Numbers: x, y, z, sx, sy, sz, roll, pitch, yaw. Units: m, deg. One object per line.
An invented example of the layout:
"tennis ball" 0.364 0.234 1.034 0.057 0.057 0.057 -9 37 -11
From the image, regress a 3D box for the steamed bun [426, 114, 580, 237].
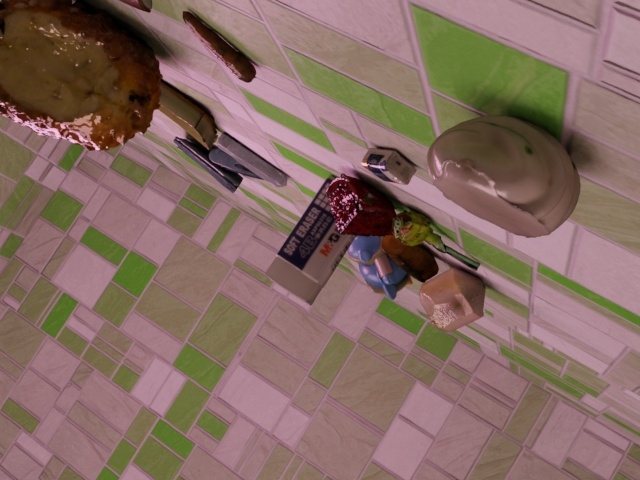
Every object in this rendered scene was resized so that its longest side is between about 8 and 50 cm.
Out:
"steamed bun" 0.217 -0.080 0.935 0.182 0.106 0.183 29 177 2

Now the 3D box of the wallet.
"wallet" -0.363 -0.248 2.599 0.251 0.054 0.290 36 -176 -5

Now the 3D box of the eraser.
"eraser" 0.000 0.000 1.847 0.124 0.279 0.081 32 175 13

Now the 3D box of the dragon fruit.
"dragon fruit" 0.103 -0.081 1.712 0.161 0.121 0.127 7 146 -34

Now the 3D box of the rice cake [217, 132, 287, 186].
"rice cake" -0.189 -0.218 2.204 0.226 0.040 0.085 34 174 -17

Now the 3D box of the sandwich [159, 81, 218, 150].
"sandwich" -0.372 -0.340 2.086 0.212 0.063 0.245 35 174 4

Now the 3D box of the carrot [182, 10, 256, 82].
"carrot" -0.167 -0.317 1.321 0.165 0.036 0.035 39 171 -33

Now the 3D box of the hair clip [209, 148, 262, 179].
"hair clip" -0.220 -0.218 2.401 0.275 0.048 0.083 21 170 41

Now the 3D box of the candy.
"candy" 0.255 0.007 1.723 0.262 0.073 0.077 28 -164 -33

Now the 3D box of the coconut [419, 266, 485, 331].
"coconut" 0.333 0.141 1.975 0.147 0.152 0.147 48 -154 -33

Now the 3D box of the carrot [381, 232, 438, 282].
"carrot" 0.226 0.040 1.992 0.082 0.082 0.173 26 171 48

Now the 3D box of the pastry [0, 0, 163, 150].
"pastry" -0.517 -0.352 1.678 0.404 0.293 0.337 21 -176 -3

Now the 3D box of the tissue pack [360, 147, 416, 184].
"tissue pack" 0.116 -0.126 1.371 0.062 0.042 0.083 33 175 -29

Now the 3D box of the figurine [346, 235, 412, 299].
"figurine" 0.157 0.054 2.126 0.180 0.154 0.262 45 -174 28

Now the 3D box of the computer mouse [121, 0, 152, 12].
"computer mouse" -0.318 -0.412 1.223 0.125 0.056 0.245 33 175 -3
